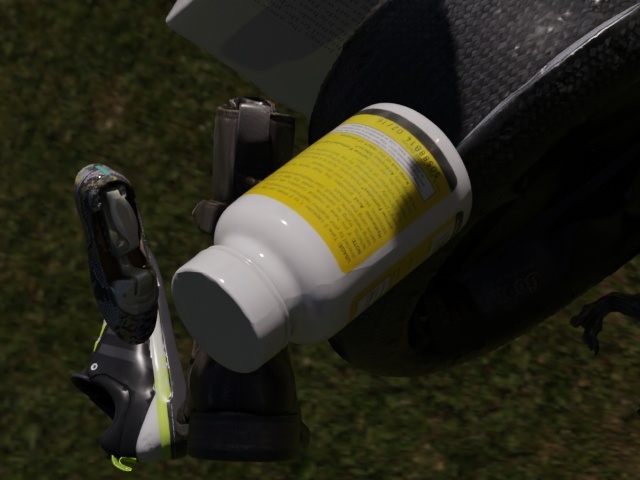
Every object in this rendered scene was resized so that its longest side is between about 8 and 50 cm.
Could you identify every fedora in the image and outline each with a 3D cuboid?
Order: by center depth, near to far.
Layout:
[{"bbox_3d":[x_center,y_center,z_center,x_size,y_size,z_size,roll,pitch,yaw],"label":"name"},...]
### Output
[{"bbox_3d":[0.112,-0.077,0.867,0.334,0.334,0.152,-45,67,16],"label":"fedora"}]

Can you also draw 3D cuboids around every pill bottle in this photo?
[{"bbox_3d":[0.000,0.000,0.611,0.065,0.116,0.065,32,142,29],"label":"pill bottle"}]

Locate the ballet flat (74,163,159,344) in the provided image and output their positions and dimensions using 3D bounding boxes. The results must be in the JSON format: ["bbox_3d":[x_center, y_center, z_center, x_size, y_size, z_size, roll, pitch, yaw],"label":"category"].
[{"bbox_3d":[-0.117,0.011,0.930,0.041,0.041,0.114,-5,107,29],"label":"ballet flat"}]

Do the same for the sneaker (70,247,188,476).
[{"bbox_3d":[-0.178,0.097,1.408,0.097,0.084,0.234,-11,55,-9],"label":"sneaker"}]

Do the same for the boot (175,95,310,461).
[{"bbox_3d":[-0.044,0.021,1.028,0.091,0.263,0.228,2,88,-6],"label":"boot"}]

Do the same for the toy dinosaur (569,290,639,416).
[{"bbox_3d":[0.239,0.057,1.032,0.118,0.064,0.268,-38,60,4],"label":"toy dinosaur"}]

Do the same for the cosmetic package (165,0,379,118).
[{"bbox_3d":[0.083,-0.228,1.157,0.453,0.230,0.161,-25,36,62],"label":"cosmetic package"}]
